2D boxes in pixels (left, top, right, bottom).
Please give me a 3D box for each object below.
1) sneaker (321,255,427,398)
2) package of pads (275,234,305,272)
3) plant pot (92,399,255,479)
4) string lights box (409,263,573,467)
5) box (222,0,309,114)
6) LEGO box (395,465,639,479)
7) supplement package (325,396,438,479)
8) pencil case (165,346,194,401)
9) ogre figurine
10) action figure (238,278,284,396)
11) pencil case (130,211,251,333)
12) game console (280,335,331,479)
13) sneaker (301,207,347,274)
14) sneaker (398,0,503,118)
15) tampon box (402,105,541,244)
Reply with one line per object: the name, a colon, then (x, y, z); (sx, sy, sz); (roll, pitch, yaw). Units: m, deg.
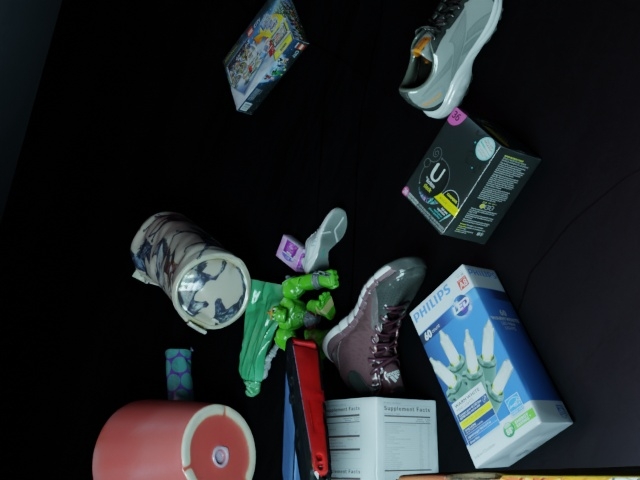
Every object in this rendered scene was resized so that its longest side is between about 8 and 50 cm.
sneaker: (0.117, 0.162, 1.307); (0.281, 0.106, 0.163); (-57, 48, 41)
package of pads: (-0.053, 0.025, 1.591); (0.083, 0.032, 0.050); (35, 111, 49)
plant pot: (-0.281, 0.446, 1.619); (0.243, 0.275, 0.275); (-19, 67, 37)
string lights box: (0.239, 0.179, 1.153); (0.133, 0.076, 0.260); (-49, 47, 34)
box: (-0.127, -0.418, 1.777); (0.233, 0.044, 0.159); (-43, 51, 37)
LEGO box: (0.364, 0.279, 0.634); (0.372, 0.500, 0.193); (-19, 67, 49)
supplement package: (0.093, 0.372, 1.242); (0.133, 0.139, 0.244); (-18, 66, 48)
pencil case: (-0.321, 0.323, 1.831); (0.064, 0.070, 0.152); (-15, 62, 11)
ogre figurine: (-0.031, 0.147, 1.492); (0.118, 0.096, 0.197); (12, 115, 37)
action figure: (-0.120, 0.200, 1.609); (0.137, 0.063, 0.232); (7, 83, 50)
pencil case: (-0.291, 0.064, 1.729); (0.410, 0.159, 0.184); (29, 97, 60)
game console: (-0.030, 0.384, 1.269); (0.342, 0.060, 0.387); (-96, 8, -61)
sneaker: (0.000, 0.000, 1.515); (0.061, 0.053, 0.152); (47, 118, 49)
sneaker: (0.210, -0.336, 1.288); (0.100, 0.108, 0.272); (31, 105, 52)
tampon box: (0.227, -0.098, 1.212); (0.161, 0.101, 0.120); (-60, 43, 22)
